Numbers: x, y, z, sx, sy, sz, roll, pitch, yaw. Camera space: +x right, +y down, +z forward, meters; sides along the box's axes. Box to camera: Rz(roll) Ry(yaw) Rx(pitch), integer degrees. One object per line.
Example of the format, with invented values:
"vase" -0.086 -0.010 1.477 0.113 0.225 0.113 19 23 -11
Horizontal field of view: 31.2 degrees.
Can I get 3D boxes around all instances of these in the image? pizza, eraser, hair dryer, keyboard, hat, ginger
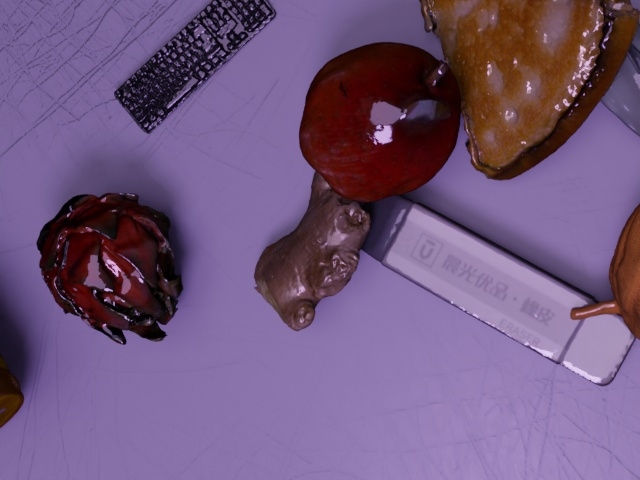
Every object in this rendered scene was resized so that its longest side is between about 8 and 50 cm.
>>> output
"pizza" 0.206 -0.198 1.304 0.287 0.074 0.251 33 119 37
"eraser" 0.194 0.048 1.331 0.351 0.061 0.089 29 99 12
"hair dryer" 0.384 -0.264 1.277 0.229 0.092 0.267 43 88 16
"keyboard" -0.160 -0.233 1.439 0.231 0.023 0.072 -40 84 13
"hat" 0.365 0.025 1.221 0.233 0.233 0.244 -30 66 26
"ginger" 0.002 0.003 1.363 0.137 0.074 0.213 34 92 41

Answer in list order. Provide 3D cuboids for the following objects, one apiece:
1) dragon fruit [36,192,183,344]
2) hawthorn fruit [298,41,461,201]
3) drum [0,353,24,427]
"dragon fruit" -0.254 0.026 1.397 0.188 0.182 0.182 8 94 20
"hawthorn fruit" 0.075 -0.143 1.283 0.202 0.185 0.185 -36 81 49
"drum" -0.586 0.208 1.364 0.431 0.431 0.214 -36 83 13
